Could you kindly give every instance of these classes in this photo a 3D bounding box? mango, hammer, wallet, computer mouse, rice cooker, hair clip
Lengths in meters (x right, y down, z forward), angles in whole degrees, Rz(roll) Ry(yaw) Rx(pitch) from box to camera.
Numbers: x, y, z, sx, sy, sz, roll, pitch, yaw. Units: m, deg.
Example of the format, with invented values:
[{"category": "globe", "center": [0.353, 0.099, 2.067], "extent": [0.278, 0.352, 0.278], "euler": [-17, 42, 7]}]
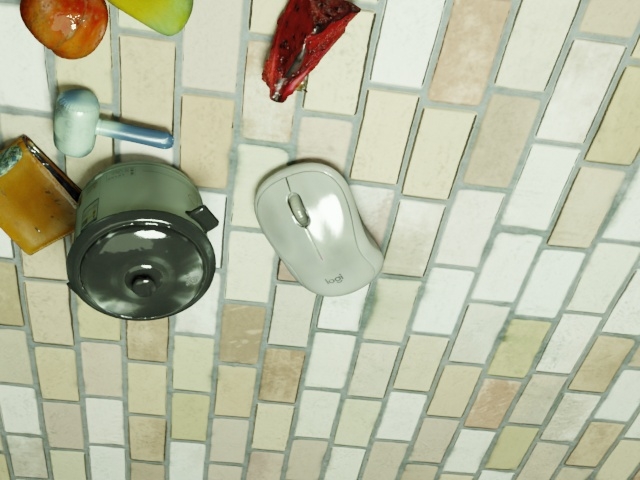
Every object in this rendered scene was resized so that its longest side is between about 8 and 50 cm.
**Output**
[{"category": "mango", "center": [-0.255, -0.372, 1.108], "extent": [0.130, 0.092, 0.195], "euler": [-20, 133, 15]}, {"category": "hammer", "center": [-0.339, -0.180, 1.300], "extent": [0.193, 0.070, 0.116], "euler": [10, 130, -15]}, {"category": "wallet", "center": [-0.520, -0.079, 1.408], "extent": [0.161, 0.042, 0.195], "euler": [-28, 123, 14]}, {"category": "computer mouse", "center": [0.000, 0.000, 1.424], "extent": [0.184, 0.121, 0.297], "euler": [-15, 131, 15]}, {"category": "rice cooker", "center": [-0.302, 0.007, 1.337], "extent": [0.280, 0.227, 0.241], "euler": [-28, 130, 9]}, {"category": "hair clip", "center": [-0.582, -0.090, 1.338], "extent": [0.229, 0.066, 0.036], "euler": [-37, 134, 26]}]

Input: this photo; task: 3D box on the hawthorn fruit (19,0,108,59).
[{"category": "hawthorn fruit", "center": [-0.369, -0.327, 1.136], "extent": [0.128, 0.128, 0.128], "euler": [0, 132, 0]}]

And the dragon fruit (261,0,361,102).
[{"category": "dragon fruit", "center": [-0.017, -0.279, 1.179], "extent": [0.092, 0.122, 0.192], "euler": [11, 130, -30]}]
